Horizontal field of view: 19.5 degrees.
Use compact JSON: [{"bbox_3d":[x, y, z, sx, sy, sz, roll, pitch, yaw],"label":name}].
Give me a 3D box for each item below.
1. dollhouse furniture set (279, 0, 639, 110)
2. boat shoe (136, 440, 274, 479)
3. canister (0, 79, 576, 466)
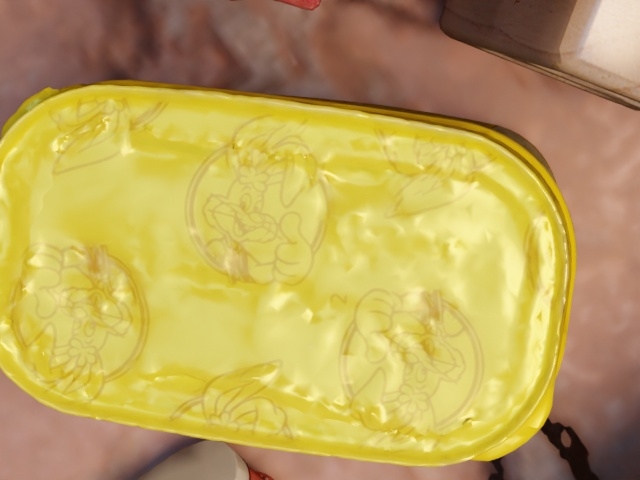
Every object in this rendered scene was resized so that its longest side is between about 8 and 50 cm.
[{"bbox_3d":[0.084,-0.130,0.474,0.374,0.152,0.201,17,97,-11],"label":"dollhouse furniture set"},{"bbox_3d":[-0.067,0.110,0.548,0.137,0.049,0.043,-34,129,9],"label":"boat shoe"},{"bbox_3d":[0.000,0.000,0.464,0.126,0.170,0.073,8,96,7],"label":"canister"}]
